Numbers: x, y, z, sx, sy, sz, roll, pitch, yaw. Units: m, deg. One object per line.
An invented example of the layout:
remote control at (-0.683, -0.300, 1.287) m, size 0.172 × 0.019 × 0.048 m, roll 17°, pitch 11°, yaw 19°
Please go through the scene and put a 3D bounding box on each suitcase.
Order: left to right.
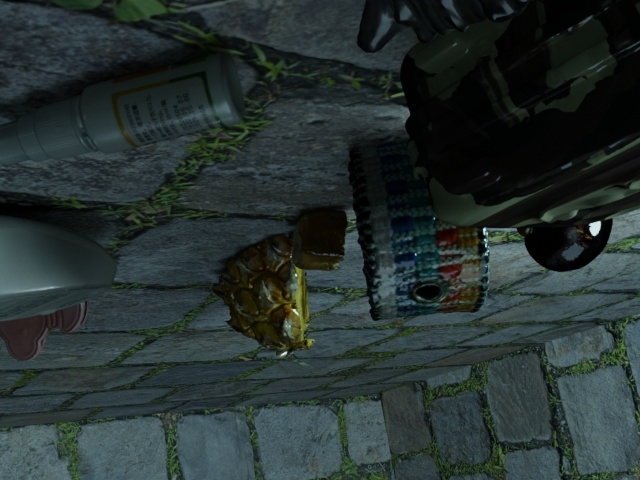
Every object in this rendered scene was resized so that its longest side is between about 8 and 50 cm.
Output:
suitcase at (0.269, -0.139, 0.579) m, size 0.339 × 0.194 × 0.351 m, roll -2°, pitch 163°, yaw -42°

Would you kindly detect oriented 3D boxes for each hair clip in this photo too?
hair clip at (-0.412, 0.102, 1.081) m, size 0.138 × 0.123 × 0.102 m, roll -20°, pitch -171°, yaw 42°

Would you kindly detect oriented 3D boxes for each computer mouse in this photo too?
computer mouse at (-0.388, 0.031, 0.860) m, size 0.184 × 0.121 × 0.296 m, roll -24°, pitch 171°, yaw 32°

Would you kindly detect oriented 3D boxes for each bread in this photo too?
bread at (-0.001, -0.002, 1.037) m, size 0.070 × 0.077 × 0.083 m, roll 6°, pitch 159°, yaw -10°

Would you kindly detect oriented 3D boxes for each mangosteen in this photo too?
mangosteen at (0.349, -0.024, 1.095) m, size 0.151 × 0.137 × 0.137 m, roll 28°, pitch 156°, yaw -3°

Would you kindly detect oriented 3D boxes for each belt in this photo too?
belt at (0.124, -0.009, 0.859) m, size 0.160 × 0.207 × 0.295 m, roll -9°, pitch 164°, yaw 4°

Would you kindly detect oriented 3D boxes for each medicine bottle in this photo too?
medicine bottle at (-0.175, -0.108, 0.650) m, size 0.220 × 0.061 × 0.092 m, roll -12°, pitch -179°, yaw 9°

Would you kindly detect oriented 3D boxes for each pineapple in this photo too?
pineapple at (-0.092, 0.121, 1.214) m, size 0.161 × 0.158 × 0.334 m, roll -9°, pitch 163°, yaw -3°

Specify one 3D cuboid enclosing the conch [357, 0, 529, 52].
conch at (0.097, -0.219, 0.305) m, size 0.240 × 0.186 × 0.313 m, roll -24°, pitch 161°, yaw -51°
